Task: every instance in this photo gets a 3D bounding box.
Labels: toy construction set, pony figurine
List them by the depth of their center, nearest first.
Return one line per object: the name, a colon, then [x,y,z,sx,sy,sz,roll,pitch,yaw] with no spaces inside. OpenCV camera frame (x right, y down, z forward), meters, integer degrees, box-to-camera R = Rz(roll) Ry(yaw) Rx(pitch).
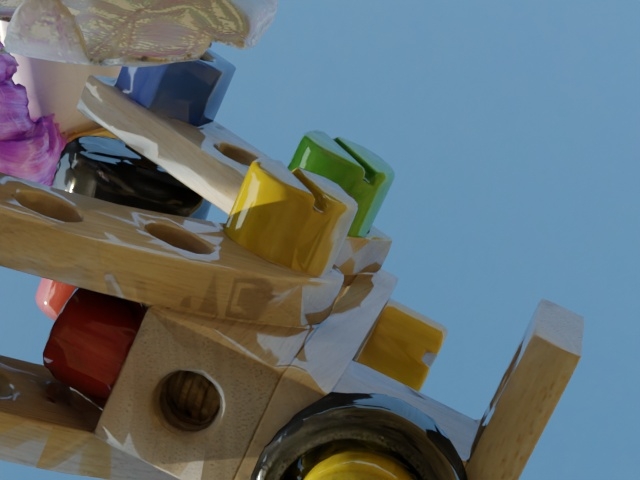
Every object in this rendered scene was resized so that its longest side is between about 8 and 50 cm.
toy construction set: [0.000,0.000,0.570,0.237,0.257,0.308,23,-101,11]
pony figurine: [-0.151,-0.143,0.703,0.303,0.351,0.363,-8,-80,17]
